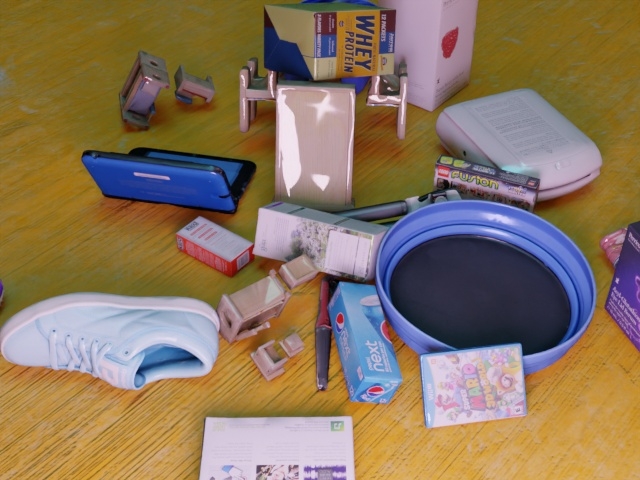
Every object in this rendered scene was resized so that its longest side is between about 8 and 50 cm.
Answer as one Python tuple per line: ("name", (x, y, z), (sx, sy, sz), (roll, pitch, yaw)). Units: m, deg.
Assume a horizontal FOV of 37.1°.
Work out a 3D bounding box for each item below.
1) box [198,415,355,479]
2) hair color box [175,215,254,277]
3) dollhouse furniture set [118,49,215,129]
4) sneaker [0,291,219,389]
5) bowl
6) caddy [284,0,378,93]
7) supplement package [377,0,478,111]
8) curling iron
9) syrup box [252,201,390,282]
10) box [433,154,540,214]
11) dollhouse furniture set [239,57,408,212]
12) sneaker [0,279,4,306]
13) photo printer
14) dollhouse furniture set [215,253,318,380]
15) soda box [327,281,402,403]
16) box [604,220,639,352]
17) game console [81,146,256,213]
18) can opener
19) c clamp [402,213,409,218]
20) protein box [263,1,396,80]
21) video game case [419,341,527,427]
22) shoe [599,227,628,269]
("box", (-0.064, 0.392, 1.367), (0.232, 0.058, 0.322), (0, 38, 0))
("hair color box", (-0.203, 0.011, 1.837), (0.141, 0.043, 0.072), (27, 46, 27))
("dollhouse furniture set", (-0.356, -0.330, 2.220), (0.184, 0.129, 0.129), (17, 32, -28))
("sneaker", (-0.346, 0.175, 1.565), (0.366, 0.135, 0.150), (-6, 35, -7))
("bowl", (0.289, 0.083, 1.701), (0.391, 0.077, 0.391), (3, 44, -2))
("caddy", (0.023, -0.496, 2.349), (0.241, 0.179, 0.341), (14, 41, 14))
("supplement package", (0.250, -0.490, 2.251), (0.175, 0.293, 0.177), (27, 47, 29))
("curling iron", (0.019, 0.153, 1.671), (0.068, 0.035, 0.274), (5, 39, 7))
("syrup box", (0.000, 0.000, 1.783), (0.237, 0.093, 0.096), (14, 15, 20))
("box", (0.329, -0.094, 1.911), (0.207, 0.114, 0.036), (17, 42, 19))
("dollhouse furniture set", (0.002, -0.238, 2.061), (0.362, 0.256, 0.394), (3, 18, 3))
("sneaker", (-0.687, 0.111, 1.634), (0.293, 0.146, 0.102), (-31, 48, -31))
("photo printer", (0.429, -0.197, 2.041), (0.256, 0.107, 0.307), (-16, 43, -18))
("dollhouse furniture set", (-0.066, 0.144, 1.668), (0.182, 0.101, 0.161), (-26, 71, -30))
("soda box", (0.072, 0.169, 1.599), (0.071, 0.067, 0.210), (7, 43, -21))
("box", (0.588, 0.081, 1.624), (0.108, 0.207, 0.153), (-12, 41, -15))
("game console", (-0.303, -0.164, 1.960), (0.293, 0.250, 0.173), (7, 67, 9))
("can opener", (0.147, -0.043, 1.869), (0.280, 0.074, 0.093), (-11, 7, -8))
("c clamp", (0.189, 0.007, 1.859), (0.161, 0.022, 0.137), (31, 48, 33))
("protein box", (0.017, -0.419, 1.985), (0.201, 0.136, 0.200), (-11, 22, -33))
("video game case", (0.244, 0.231, 1.523), (0.166, 0.119, 0.015), (-6, 4, -7))
("shoe", (0.629, 0.006, 1.828), (0.178, 0.063, 0.081), (-14, 46, -10))
